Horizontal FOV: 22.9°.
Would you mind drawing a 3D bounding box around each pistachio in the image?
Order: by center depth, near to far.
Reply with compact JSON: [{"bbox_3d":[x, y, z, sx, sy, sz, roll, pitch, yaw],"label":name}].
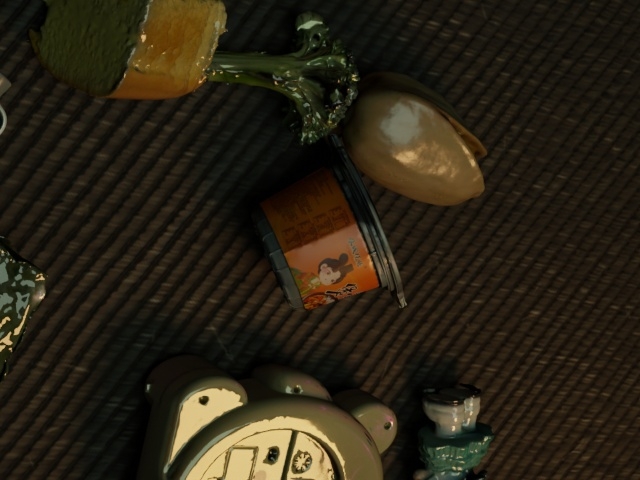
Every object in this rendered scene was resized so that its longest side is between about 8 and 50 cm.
[{"bbox_3d":[0.108,-0.115,1.779,0.206,0.131,0.129,26,68,-34],"label":"pistachio"}]

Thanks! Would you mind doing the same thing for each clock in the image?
[{"bbox_3d":[-0.072,0.281,1.832,0.310,0.114,0.283,6,102,-31],"label":"clock"}]

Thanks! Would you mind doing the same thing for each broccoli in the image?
[{"bbox_3d":[-0.061,-0.178,1.701,0.204,0.118,0.122,9,133,-14],"label":"broccoli"}]

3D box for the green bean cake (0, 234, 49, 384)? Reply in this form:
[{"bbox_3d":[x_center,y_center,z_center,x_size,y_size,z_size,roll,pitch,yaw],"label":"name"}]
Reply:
[{"bbox_3d":[-0.427,0.081,1.565,0.241,0.132,0.255,23,93,-32],"label":"green bean cake"}]

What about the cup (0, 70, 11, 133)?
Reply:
[{"bbox_3d":[-0.371,-0.128,1.546,0.129,0.095,0.128,-48,122,-8],"label":"cup"}]

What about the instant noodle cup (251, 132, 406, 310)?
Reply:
[{"bbox_3d":[0.000,0.000,1.750,0.126,0.177,0.208,-23,86,-5],"label":"instant noodle cup"}]

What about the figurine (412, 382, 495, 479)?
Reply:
[{"bbox_3d":[0.168,0.303,1.970,0.138,0.110,0.245,-12,108,-50],"label":"figurine"}]

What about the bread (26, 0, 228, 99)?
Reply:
[{"bbox_3d":[-0.202,-0.218,1.607,0.169,0.160,0.140,-2,114,-63],"label":"bread"}]
